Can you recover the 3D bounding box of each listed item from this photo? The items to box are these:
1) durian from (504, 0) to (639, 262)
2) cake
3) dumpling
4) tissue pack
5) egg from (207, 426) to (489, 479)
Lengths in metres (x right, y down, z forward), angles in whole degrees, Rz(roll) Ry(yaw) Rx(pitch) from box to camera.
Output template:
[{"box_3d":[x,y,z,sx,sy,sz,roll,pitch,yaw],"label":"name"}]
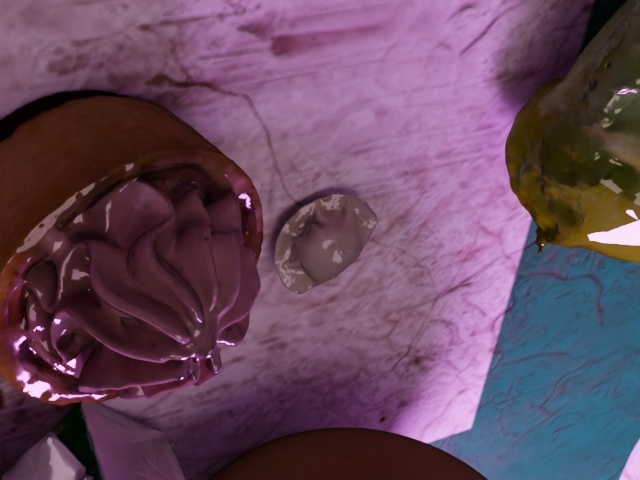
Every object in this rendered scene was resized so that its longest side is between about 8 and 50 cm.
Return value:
[{"box_3d":[0.300,-0.111,0.909,0.255,0.204,0.340,22,123,-30],"label":"durian"},{"box_3d":[-0.124,0.029,0.744,0.207,0.178,0.185,-28,140,-5],"label":"cake"},{"box_3d":[0.000,-0.001,0.909,0.076,0.057,0.052,-36,-176,36],"label":"dumpling"},{"box_3d":[-0.212,0.238,0.898,0.209,0.148,0.156,-46,132,12],"label":"tissue pack"},{"box_3d":[0.027,0.309,1.014,0.373,0.301,0.301,14,119,-49],"label":"egg"}]
